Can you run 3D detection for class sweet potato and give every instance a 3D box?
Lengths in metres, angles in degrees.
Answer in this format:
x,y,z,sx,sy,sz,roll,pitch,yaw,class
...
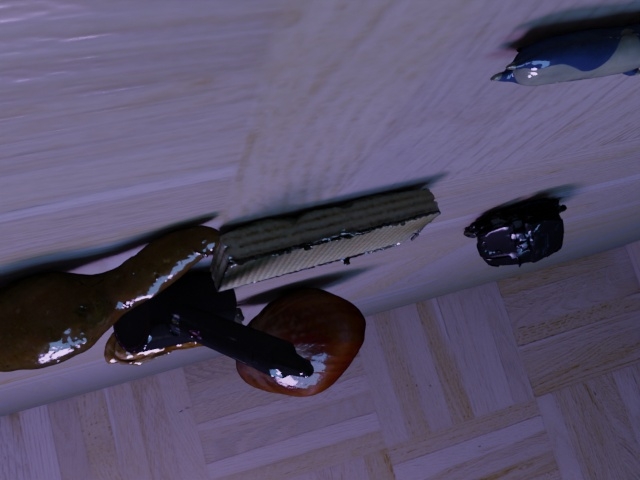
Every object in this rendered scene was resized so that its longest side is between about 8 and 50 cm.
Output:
x,y,z,sx,sy,sz,roll,pitch,yaw,class
-0.198,0.056,0.521,0.270,0.074,0.075,-20,170,2,sweet potato

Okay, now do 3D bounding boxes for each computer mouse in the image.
x,y,z,sx,sy,sz,roll,pitch,yaw,class
0.282,-0.004,0.937,0.147,0.077,0.242,-21,169,15,computer mouse

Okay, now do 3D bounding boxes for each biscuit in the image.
x,y,z,sx,sy,sz,roll,pitch,yaw,class
0.000,0.000,0.619,0.200,0.040,0.121,-13,166,-17,biscuit

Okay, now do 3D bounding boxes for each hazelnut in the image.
x,y,z,sx,sy,sz,roll,pitch,yaw,class
-0.039,0.164,1.098,0.212,0.181,0.181,-50,-163,30,hazelnut

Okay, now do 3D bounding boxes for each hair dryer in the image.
x,y,z,sx,sy,sz,roll,pitch,yaw,class
-0.084,0.081,0.622,0.248,0.070,0.114,8,-170,44,hair dryer

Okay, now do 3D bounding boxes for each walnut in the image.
x,y,z,sx,sy,sz,roll,pitch,yaw,class
-0.194,0.118,0.872,0.170,0.069,0.143,-7,168,-34,walnut

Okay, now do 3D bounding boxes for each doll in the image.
x,y,z,sx,sy,sz,roll,pitch,yaw,class
0.149,-0.098,0.352,0.125,0.027,0.037,-14,177,-14,doll

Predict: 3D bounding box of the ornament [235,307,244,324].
x,y,z,sx,sy,sz,roll,pitch,yaw,class
-0.156,0.128,1.059,0.069,0.041,0.092,5,176,-6,ornament
